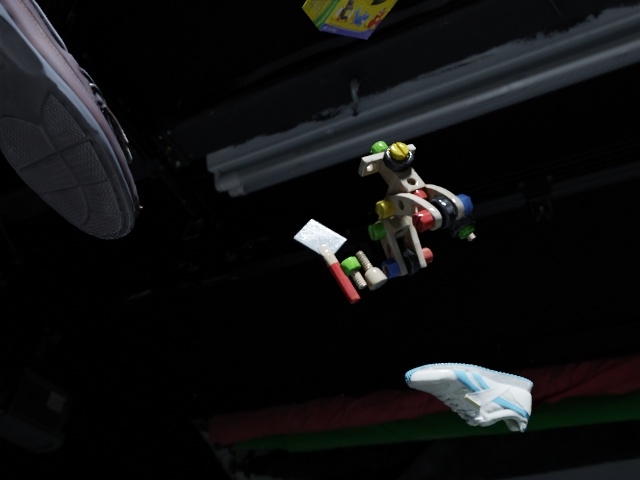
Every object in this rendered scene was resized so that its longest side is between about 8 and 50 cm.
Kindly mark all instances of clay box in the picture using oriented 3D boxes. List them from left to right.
[{"bbox_3d":[0.087,-0.389,0.704,0.222,0.127,0.053,-43,-106,38],"label":"clay box"}]

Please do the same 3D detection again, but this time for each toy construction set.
[{"bbox_3d":[0.128,-0.053,1.024,0.308,0.237,0.257,-33,-21,1],"label":"toy construction set"}]

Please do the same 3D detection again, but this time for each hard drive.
[{"bbox_3d":[0.000,0.000,1.545,0.135,0.094,0.022,31,-31,20],"label":"hard drive"}]

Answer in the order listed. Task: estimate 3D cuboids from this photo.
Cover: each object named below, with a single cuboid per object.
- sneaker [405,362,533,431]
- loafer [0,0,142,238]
[{"bbox_3d":[0.258,0.269,0.877,0.228,0.092,0.087,12,-22,-3],"label":"sneaker"},{"bbox_3d":[-0.238,-0.139,0.434,0.109,0.095,0.303,-8,-52,23],"label":"loafer"}]
